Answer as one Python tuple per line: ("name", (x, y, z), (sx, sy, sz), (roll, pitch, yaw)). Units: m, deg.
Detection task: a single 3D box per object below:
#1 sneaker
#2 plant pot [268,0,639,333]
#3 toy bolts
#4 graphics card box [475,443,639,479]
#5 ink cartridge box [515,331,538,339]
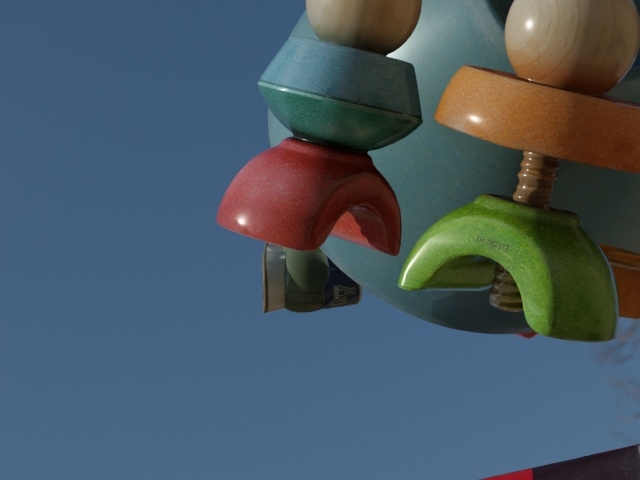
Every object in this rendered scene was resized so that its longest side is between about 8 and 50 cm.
("sneaker", (0.000, 0.000, 1.216), (0.086, 0.192, 0.064), (2, -58, 2))
("plant pot", (0.130, -0.109, 0.934), (0.290, 0.290, 0.195), (-11, -20, -20))
("toy bolts", (0.081, -0.059, 0.741), (0.218, 0.229, 0.158), (1, -77, -57))
("graphics card box", (0.087, 0.301, 1.061), (0.371, 0.232, 0.094), (-16, -31, 21))
("ink cartridge box", (0.171, -0.048, 1.521), (0.279, 0.160, 0.384), (19, -19, -6))
